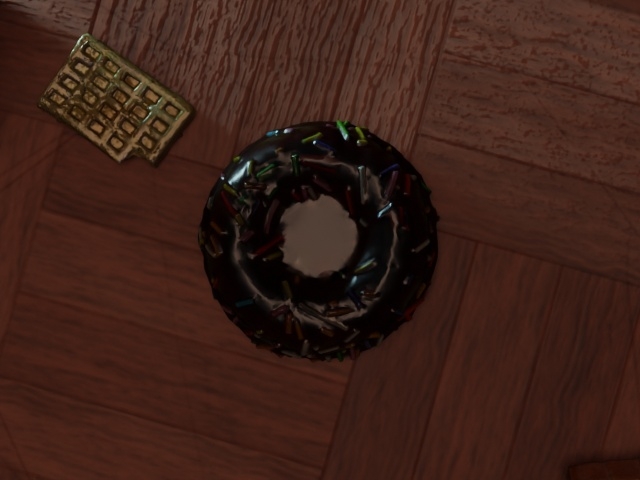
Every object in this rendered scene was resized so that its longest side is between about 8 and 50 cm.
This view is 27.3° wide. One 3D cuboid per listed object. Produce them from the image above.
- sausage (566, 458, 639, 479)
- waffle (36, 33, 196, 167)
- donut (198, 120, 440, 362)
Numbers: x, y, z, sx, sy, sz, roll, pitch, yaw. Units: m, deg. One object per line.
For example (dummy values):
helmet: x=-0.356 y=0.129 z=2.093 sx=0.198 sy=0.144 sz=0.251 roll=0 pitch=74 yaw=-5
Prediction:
sausage: x=0.316 y=0.230 z=1.223 sx=0.169 sy=0.065 sz=0.065 roll=-6 pitch=88 yaw=3
waffle: x=-0.197 y=-0.129 z=1.275 sx=0.135 sy=0.021 sz=0.092 roll=37 pitch=88 yaw=4
donut: x=0.000 y=0.000 z=1.230 sx=0.235 sy=0.089 sz=0.235 roll=0 pitch=87 yaw=1
